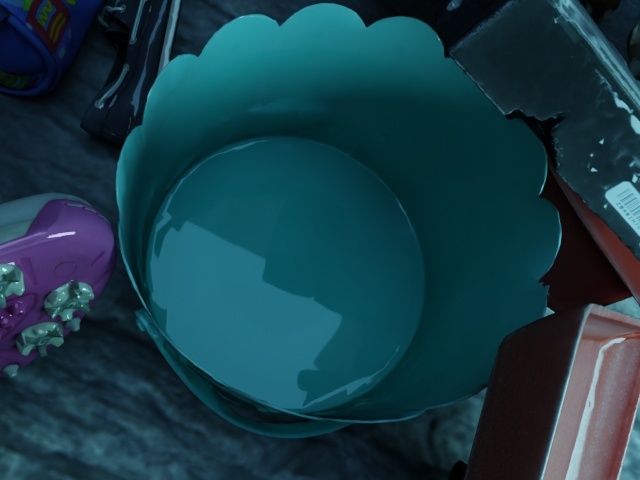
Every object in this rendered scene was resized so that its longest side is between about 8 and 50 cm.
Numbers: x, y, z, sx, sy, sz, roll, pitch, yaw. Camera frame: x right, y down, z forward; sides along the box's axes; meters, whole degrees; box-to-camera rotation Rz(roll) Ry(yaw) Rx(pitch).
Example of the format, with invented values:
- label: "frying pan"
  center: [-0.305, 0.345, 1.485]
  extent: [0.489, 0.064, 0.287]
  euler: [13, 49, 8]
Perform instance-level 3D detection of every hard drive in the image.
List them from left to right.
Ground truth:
- label: "hard drive"
  center: [0.164, -0.152, 0.525]
  extent: [0.237, 0.064, 0.338]
  euler: [39, 29, -26]

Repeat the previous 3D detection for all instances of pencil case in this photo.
- label: "pencil case"
  center: [-0.209, -0.264, 0.555]
  extent: [0.133, 0.119, 0.306]
  euler: [40, 59, -46]

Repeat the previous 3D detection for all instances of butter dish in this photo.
- label: "butter dish"
  center: [0.195, 0.003, 0.593]
  extent: [0.159, 0.118, 0.160]
  euler: [60, 27, 8]

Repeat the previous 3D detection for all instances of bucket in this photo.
- label: "bucket"
  center: [0.000, 0.000, 0.501]
  extent: [0.281, 0.183, 0.281]
  euler: [4, 73, -13]

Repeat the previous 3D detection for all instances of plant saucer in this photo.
- label: "plant saucer"
  center: [0.137, 0.165, 0.443]
  extent: [0.048, 0.258, 0.259]
  euler: [16, 90, 33]

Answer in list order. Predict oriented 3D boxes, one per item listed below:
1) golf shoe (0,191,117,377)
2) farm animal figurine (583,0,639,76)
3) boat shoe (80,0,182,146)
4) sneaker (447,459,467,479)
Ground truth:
- label: "golf shoe"
  center: [-0.258, 0.035, 0.409]
  extent: [0.306, 0.115, 0.140]
  euler: [-28, 60, 10]
- label: "farm animal figurine"
  center: [0.366, -0.183, 0.622]
  extent: [0.330, 0.327, 0.172]
  euler: [34, 97, 2]
- label: "boat shoe"
  center: [-0.147, -0.172, 0.573]
  extent: [0.065, 0.075, 0.206]
  euler: [8, 76, -16]
- label: "sneaker"
  center: [0.072, 0.239, 0.508]
  extent: [0.077, 0.072, 0.178]
  euler: [25, 68, -5]
